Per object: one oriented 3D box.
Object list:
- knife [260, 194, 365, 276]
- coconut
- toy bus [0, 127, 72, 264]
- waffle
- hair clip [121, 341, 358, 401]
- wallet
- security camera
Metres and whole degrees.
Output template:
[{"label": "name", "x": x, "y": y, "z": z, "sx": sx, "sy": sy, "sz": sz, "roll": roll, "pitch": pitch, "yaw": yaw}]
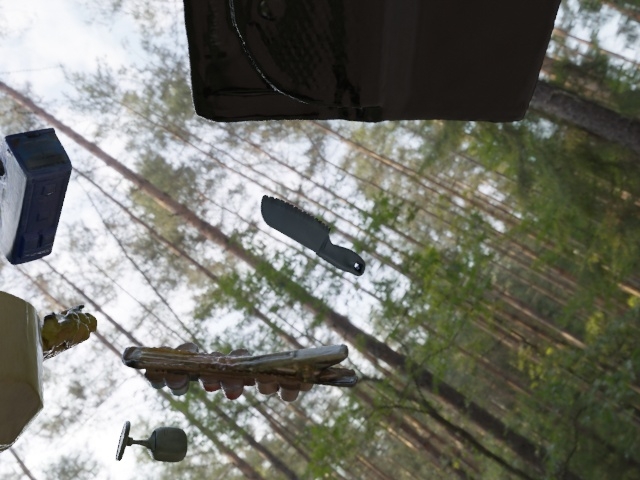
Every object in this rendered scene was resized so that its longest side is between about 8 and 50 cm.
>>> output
[{"label": "knife", "x": 0.000, "y": 0.000, "z": 0.903, "sx": 0.045, "sy": 0.019, "sz": 0.313, "roll": -59, "pitch": -31, "yaw": 0}, {"label": "coconut", "x": -0.587, "y": 0.195, "z": 1.075, "sx": 0.323, "sy": 0.323, "sz": 0.323, "roll": -36, "pitch": -36, "yaw": -33}, {"label": "toy bus", "x": -0.409, "y": -0.055, "z": 0.949, "sx": 0.079, "sy": 0.094, "sz": 0.236, "roll": -13, "pitch": -26, "yaw": -36}, {"label": "waffle", "x": -0.669, "y": 0.238, "z": 1.430, "sx": 0.379, "sy": 0.095, "sz": 0.382, "roll": -21, "pitch": -1, "yaw": 0}, {"label": "hair clip", "x": -0.073, "y": 0.119, "z": 0.622, "sx": 0.062, "sy": 0.213, "sz": 0.056, "roll": -79, "pitch": -17, "yaw": -58}, {"label": "wallet", "x": 0.045, "y": -0.202, "z": 0.575, "sx": 0.322, "sy": 0.041, "sz": 0.247, "roll": -2, "pitch": -45, "yaw": -4}, {"label": "security camera", "x": -0.228, "y": 0.280, "z": 0.932, "sx": 0.092, "sy": 0.058, "sz": 0.058, "roll": 17, "pitch": -73, "yaw": -19}]
